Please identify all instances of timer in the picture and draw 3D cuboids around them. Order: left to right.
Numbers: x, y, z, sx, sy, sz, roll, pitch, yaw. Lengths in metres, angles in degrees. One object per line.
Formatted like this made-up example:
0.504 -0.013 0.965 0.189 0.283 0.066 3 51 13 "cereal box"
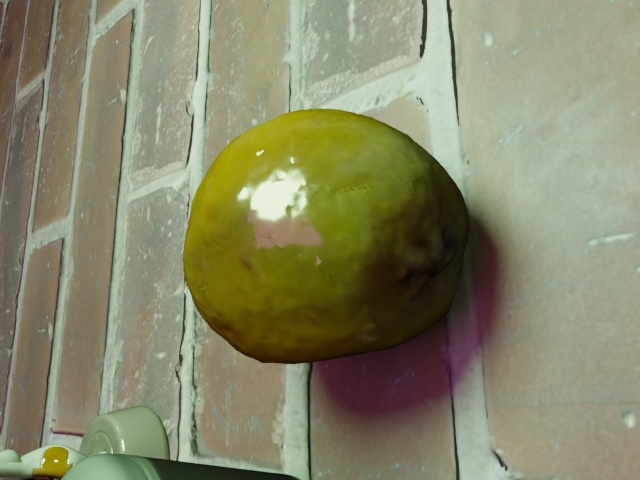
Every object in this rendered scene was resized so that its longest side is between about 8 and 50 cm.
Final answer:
-0.390 0.345 0.864 0.175 0.266 0.175 -13 71 40 "timer"

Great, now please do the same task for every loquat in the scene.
0.000 0.000 0.597 0.283 0.276 0.276 7 85 41 "loquat"

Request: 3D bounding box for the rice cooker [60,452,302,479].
-0.151 0.388 0.555 0.335 0.325 0.335 -32 47 41 "rice cooker"
